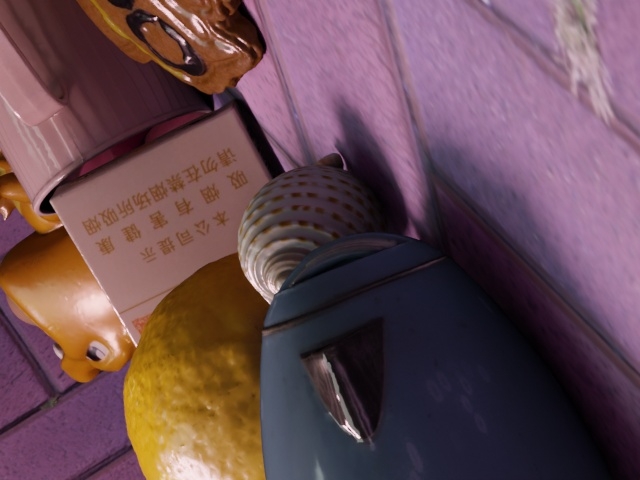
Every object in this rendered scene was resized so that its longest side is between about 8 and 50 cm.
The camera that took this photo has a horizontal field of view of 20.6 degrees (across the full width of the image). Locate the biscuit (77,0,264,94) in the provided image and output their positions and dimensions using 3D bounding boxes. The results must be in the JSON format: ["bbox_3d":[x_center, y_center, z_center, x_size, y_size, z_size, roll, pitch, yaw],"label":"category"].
[{"bbox_3d":[-0.143,-0.207,1.517,0.208,0.041,0.290,48,161,-16],"label":"biscuit"}]

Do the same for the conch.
[{"bbox_3d":[0.004,0.002,1.393,0.102,0.153,0.135,16,130,37],"label":"conch"}]

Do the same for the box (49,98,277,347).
[{"bbox_3d":[-0.087,0.066,1.730,0.365,0.205,0.051,61,-171,-15],"label":"box"}]

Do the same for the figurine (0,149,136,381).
[{"bbox_3d":[-0.288,-0.037,2.175,0.387,0.268,0.401,61,164,-1],"label":"figurine"}]

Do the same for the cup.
[{"bbox_3d":[-0.281,-0.175,1.791,0.208,0.288,0.273,-35,83,40],"label":"cup"}]

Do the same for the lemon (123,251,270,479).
[{"bbox_3d":[-0.040,0.140,1.561,0.293,0.293,0.293,55,168,17],"label":"lemon"}]

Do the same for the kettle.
[{"bbox_3d":[0.081,0.156,1.270,0.319,0.247,0.342,-15,-97,-77],"label":"kettle"}]
